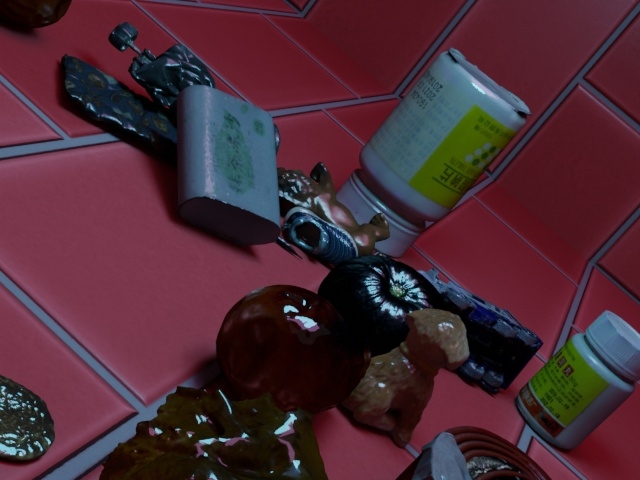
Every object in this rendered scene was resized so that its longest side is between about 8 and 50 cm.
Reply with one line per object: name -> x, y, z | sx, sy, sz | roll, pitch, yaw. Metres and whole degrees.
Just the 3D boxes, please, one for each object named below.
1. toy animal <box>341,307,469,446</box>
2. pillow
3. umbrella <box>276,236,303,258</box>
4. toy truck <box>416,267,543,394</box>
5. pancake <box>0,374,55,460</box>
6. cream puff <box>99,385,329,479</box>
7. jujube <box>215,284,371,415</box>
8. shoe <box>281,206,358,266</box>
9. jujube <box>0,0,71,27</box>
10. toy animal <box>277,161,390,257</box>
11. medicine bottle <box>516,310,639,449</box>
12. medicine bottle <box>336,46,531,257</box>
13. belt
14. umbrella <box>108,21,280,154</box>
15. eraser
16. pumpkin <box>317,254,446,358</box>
toy animal -> 0.098, 0.158, 1.466 | 0.184, 0.185, 0.104 | 29, 23, -27
pillow -> -0.307, -0.208, 1.786 | 0.255, 0.034, 0.189 | 30, 17, -30
umbrella -> -0.077, -0.008, 1.794 | 0.122, 0.013, 0.022 | 38, -3, 1
toy truck -> 0.237, 0.143, 1.872 | 0.268, 0.124, 0.155 | 29, 14, -35
pancake -> -0.291, 0.157, 0.996 | 0.115, 0.011, 0.115 | 35, 19, -14
cream puff -> -0.087, 0.238, 0.993 | 0.241, 0.155, 0.269 | 27, 28, -18
jujube -> -0.022, 0.134, 1.338 | 0.168, 0.168, 0.236 | 49, 20, 26
shoe -> 0.000, 0.000, 1.843 | 0.143, 0.064, 0.071 | 35, 18, -5
jujube -> -0.514, -0.445, 1.758 | 0.250, 0.174, 0.174 | 37, 15, -42
toy animal -> 0.017, -0.033, 1.937 | 0.312, 0.097, 0.157 | 44, 29, 9
medicine bottle -> 0.458, 0.242, 1.895 | 0.139, 0.225, 0.139 | 36, 18, -14
medicine bottle -> 0.205, -0.165, 2.119 | 0.213, 0.378, 0.213 | 35, 19, -14
belt -> 0.195, 0.344, 1.326 | 0.227, 0.115, 0.324 | 45, 20, 20
umbrella -> -0.215, -0.246, 1.859 | 0.349, 0.094, 0.143 | 44, 20, 0
eraser -> -0.144, -0.116, 1.692 | 0.174, 0.081, 0.227 | 23, 47, -34
pumpkin -> 0.089, 0.112, 1.629 | 0.202, 0.140, 0.202 | 18, 41, -16
